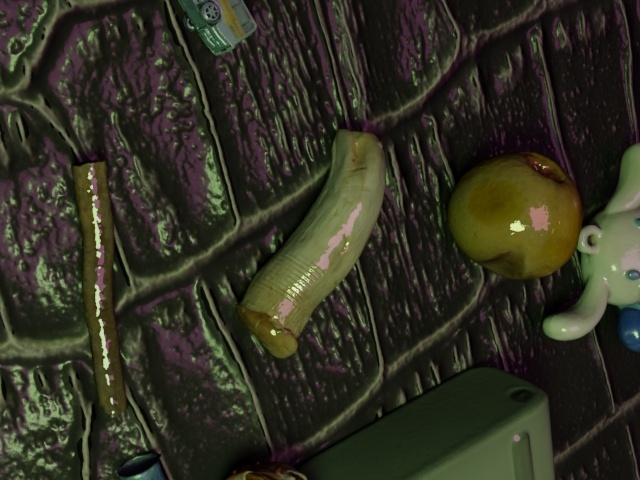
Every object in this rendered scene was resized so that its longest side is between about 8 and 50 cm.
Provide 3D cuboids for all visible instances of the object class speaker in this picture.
[{"bbox_3d":[0.176,0.371,1.212,0.406,0.183,0.184,-23,111,-25],"label":"speaker"}]

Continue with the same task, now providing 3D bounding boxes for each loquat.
[{"bbox_3d":[0.305,-0.034,1.233,0.213,0.213,0.213,-3,96,-29],"label":"loquat"}]

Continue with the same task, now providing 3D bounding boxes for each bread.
[{"bbox_3d":[-0.071,0.384,1.085,0.073,0.160,0.160,-9,100,-51],"label":"bread"}]

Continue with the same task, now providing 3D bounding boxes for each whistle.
[{"bbox_3d":[-0.202,0.437,1.072,0.062,0.062,0.304,-22,104,-26],"label":"whistle"}]

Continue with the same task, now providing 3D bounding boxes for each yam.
[{"bbox_3d":[-0.280,0.062,1.004,0.045,0.045,0.327,-3,99,5],"label":"yam"}]

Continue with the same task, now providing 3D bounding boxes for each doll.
[{"bbox_3d":[0.603,0.067,1.410,0.365,0.187,0.376,30,98,-20],"label":"doll"}]

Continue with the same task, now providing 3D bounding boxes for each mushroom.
[{"bbox_3d":[0.000,0.000,1.126,0.122,0.095,0.351,31,78,-10],"label":"mushroom"}]

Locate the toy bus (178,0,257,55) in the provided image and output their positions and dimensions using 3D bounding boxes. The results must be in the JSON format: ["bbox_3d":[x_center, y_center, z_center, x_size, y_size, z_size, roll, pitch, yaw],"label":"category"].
[{"bbox_3d":[-0.159,-0.339,1.021,0.075,0.064,0.190,-40,112,-26],"label":"toy bus"}]
